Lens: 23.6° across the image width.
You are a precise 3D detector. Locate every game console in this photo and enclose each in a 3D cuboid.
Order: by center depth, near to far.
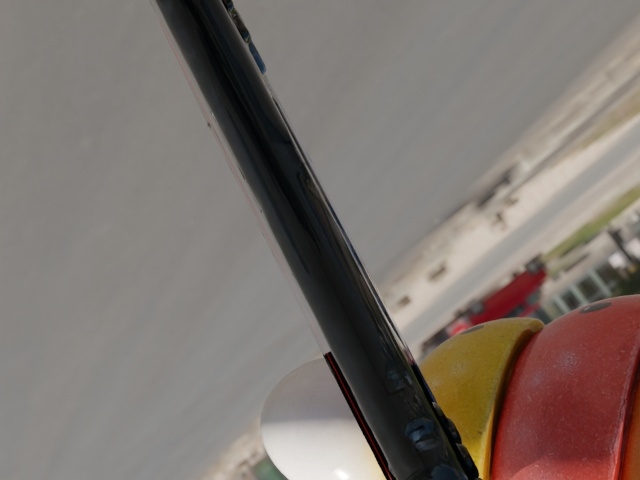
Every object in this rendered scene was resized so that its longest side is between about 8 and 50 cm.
[{"bbox_3d":[0.000,0.000,0.915,0.060,0.387,0.342,-27,164,-3],"label":"game console"}]

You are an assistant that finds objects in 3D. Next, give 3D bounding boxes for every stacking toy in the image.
[{"bbox_3d":[0.170,0.164,1.158,0.479,0.351,0.350,5,-170,22],"label":"stacking toy"}]
